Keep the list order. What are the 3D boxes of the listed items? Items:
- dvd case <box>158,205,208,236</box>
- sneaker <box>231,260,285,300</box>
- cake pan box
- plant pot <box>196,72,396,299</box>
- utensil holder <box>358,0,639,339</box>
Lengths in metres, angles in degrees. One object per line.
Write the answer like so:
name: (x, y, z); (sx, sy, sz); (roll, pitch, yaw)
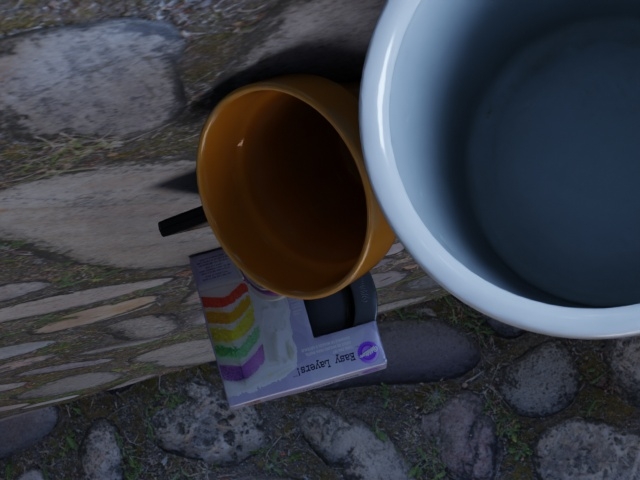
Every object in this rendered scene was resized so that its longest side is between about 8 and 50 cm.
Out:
dvd case: (-0.063, -0.052, 1.524); (0.180, 0.022, 0.253); (-19, 180, 22)
sneaker: (0.000, 0.000, 1.643); (0.152, 0.114, 0.305); (-18, 179, -41)
cake pan box: (-0.044, 0.110, 1.944); (0.266, 0.246, 0.070); (-14, 171, -2)
plant pot: (0.018, -0.070, 1.208); (0.205, 0.205, 0.188); (-24, -178, 42)
utensil holder: (0.233, -0.082, 1.031); (0.327, 0.328, 0.385); (-17, 171, 13)
